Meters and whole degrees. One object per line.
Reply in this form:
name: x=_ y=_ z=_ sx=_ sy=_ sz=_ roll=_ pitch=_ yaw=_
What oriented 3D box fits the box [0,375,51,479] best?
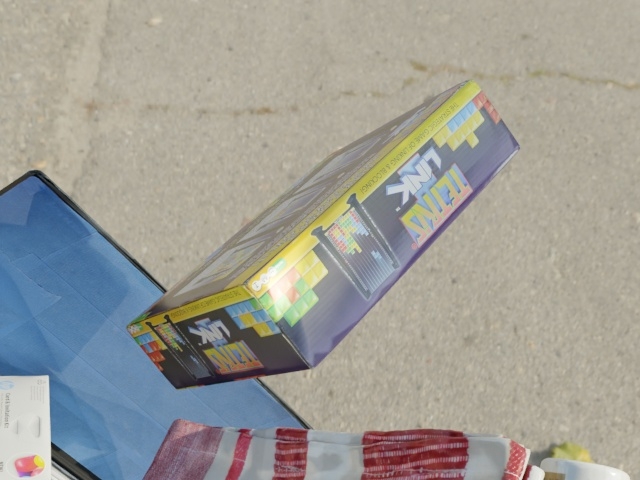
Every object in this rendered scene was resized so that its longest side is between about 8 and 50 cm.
box: x=-0.309 y=0.162 z=0.658 sx=0.186 sy=0.038 sz=0.145 roll=1 pitch=27 yaw=-20

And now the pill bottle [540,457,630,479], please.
pill bottle: x=0.378 y=0.447 z=1.237 sx=0.131 sy=0.131 sz=0.229 roll=11 pitch=73 yaw=2

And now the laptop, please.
laptop: x=-0.275 y=0.219 z=0.712 sx=0.236 sy=0.382 sz=0.408 roll=2 pitch=50 yaw=54

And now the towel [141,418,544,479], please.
towel: x=-0.046 y=0.215 z=0.513 sx=0.329 sy=0.037 sz=0.237 roll=-10 pitch=38 yaw=43

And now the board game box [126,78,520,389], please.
board game box: x=0.000 y=0.000 z=0.425 sx=0.170 sy=0.141 sz=0.048 roll=-43 pitch=103 yaw=-32
